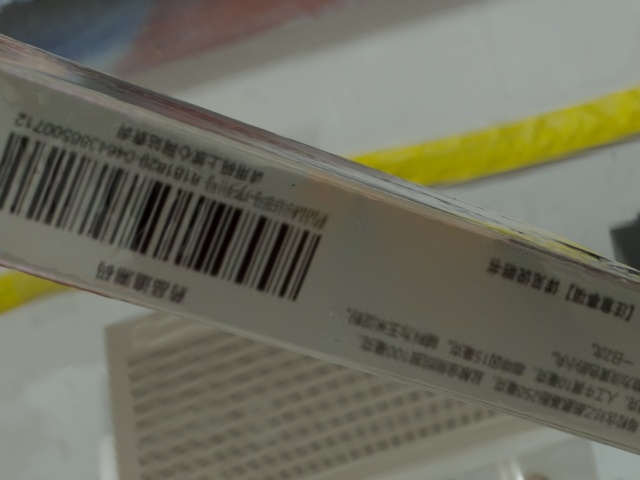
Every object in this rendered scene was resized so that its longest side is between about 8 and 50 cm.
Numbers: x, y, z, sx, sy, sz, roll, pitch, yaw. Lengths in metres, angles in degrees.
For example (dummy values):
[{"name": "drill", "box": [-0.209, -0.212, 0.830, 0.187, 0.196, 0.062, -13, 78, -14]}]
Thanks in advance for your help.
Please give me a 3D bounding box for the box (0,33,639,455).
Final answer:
[{"name": "box", "box": [0.000, 0.000, 0.640, 0.214, 0.353, 0.069, 29, 98, 62]}]
